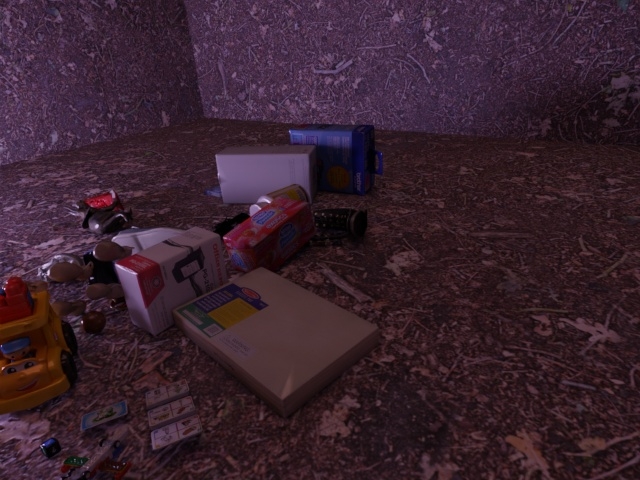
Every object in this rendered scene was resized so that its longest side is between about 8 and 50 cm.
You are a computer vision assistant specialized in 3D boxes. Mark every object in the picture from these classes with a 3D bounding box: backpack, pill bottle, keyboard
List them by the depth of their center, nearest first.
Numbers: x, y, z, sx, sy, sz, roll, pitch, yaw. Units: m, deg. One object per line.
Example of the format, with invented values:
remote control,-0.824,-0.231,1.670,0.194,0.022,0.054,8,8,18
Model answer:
backpack,-0.604,0.067,1.178,0.105,0.114,0.084,1,26,10
keyboard,-0.310,-0.044,1.480,0.100,0.038,0.192,29,33,11
pill bottle,-0.147,-0.123,1.509,0.117,0.117,0.215,20,34,39

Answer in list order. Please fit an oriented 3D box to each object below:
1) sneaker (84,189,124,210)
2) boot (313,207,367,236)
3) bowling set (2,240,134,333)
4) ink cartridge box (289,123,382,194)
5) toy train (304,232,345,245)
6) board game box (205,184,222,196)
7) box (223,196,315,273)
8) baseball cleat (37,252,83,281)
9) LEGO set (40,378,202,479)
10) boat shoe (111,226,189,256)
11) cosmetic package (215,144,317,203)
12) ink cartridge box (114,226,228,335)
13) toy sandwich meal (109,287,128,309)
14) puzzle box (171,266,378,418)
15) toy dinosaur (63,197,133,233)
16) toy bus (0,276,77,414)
sneaker,-0.886,-0.144,1.705,0.128,0.087,0.221,-26,21,-23
boot,0.057,-0.062,1.378,0.179,0.085,0.236,1,10,14
bowling set,-0.587,0.138,1.031,0.287,0.199,0.154,-21,-3,-7
ink cartridge box,0.083,-0.350,1.773,0.396,0.269,0.151,7,30,22
toy train,0.000,0.000,1.333,0.159,0.036,0.027,-5,34,2
board game box,-0.449,-0.222,1.858,0.090,0.020,0.090,14,31,29
box,-0.145,-0.015,1.243,0.128,0.122,0.257,15,41,35
baseball cleat,-0.724,0.063,1.197,0.206,0.072,0.109,-12,18,29
LEGO set,-0.332,0.336,0.703,0.244,0.060,0.182,-14,16,-24
boat shoe,-0.498,-0.007,1.319,0.320,0.116,0.099,-2,29,15
cosmetic package,-0.214,-0.272,1.717,0.385,0.217,0.156,3,27,9
ink cartridge box,-0.354,0.091,1.033,0.100,0.171,0.237,15,31,33
toy sandwich meal,-0.514,0.149,1.095,0.086,0.029,0.085,-3,26,1
puzzle box,-0.112,0.192,0.935,0.272,0.052,0.409,-26,34,-38
toy dinosaur,-0.778,-0.071,1.519,0.314,0.121,0.160,25,49,37
toy bus,-0.587,0.189,0.822,0.150,0.211,0.220,-15,30,-25
